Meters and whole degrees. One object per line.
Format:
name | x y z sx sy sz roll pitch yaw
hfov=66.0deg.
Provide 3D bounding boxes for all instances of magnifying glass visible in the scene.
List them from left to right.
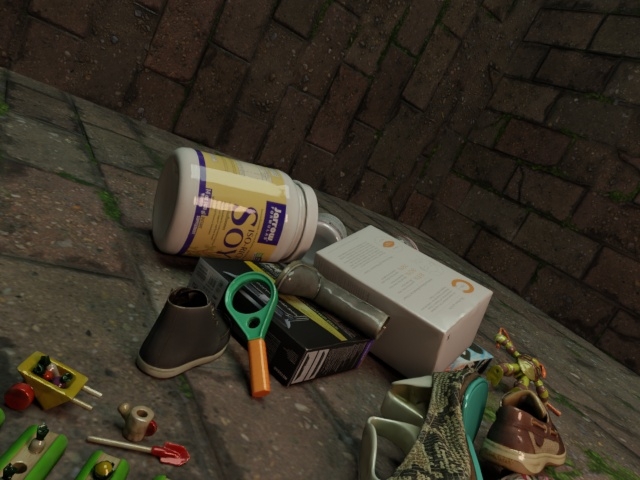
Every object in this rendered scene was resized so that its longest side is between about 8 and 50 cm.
magnifying glass | -0.110 0.147 0.820 0.092 0.026 0.231 -13 51 0

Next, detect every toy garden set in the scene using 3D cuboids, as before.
toy garden set | -0.240 0.204 0.495 0.244 0.049 0.204 25 13 -6

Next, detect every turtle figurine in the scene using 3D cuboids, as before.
turtle figurine | 0.538 0.358 1.295 0.217 0.087 0.269 -10 66 -48

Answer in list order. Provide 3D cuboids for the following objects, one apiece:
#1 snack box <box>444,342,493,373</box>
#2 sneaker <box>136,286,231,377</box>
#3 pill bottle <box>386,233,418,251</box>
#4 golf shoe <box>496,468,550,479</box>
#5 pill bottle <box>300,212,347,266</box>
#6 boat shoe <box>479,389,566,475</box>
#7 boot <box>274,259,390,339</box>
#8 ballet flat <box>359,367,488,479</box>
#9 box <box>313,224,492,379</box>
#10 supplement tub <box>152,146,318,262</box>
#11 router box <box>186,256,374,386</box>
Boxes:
snack box | 0.302 0.277 1.277 0.187 0.060 0.322 36 16 36
sneaker | -0.183 0.124 0.770 0.083 0.118 0.222 29 13 9
pill bottle | 0.213 0.064 1.684 0.176 0.176 0.318 33 14 24
golf shoe | 0.315 0.413 0.773 0.086 0.067 0.186 12 -2 24
pill bottle | 0.000 0.000 1.544 0.160 0.160 0.283 27 12 2
boat shoe | 0.393 0.347 0.931 0.123 0.123 0.342 7 -9 38
boot | 0.027 0.123 0.966 0.208 0.076 0.189 39 17 19
ballet flat | 0.160 0.297 0.750 0.182 0.164 0.483 9 9 18
box | 0.172 0.136 1.134 0.345 0.168 0.215 31 38 32
supplement tub | -0.198 -0.067 1.151 0.331 0.241 0.241 10 20 -31
router box | -0.077 0.146 0.982 0.309 0.081 0.243 35 15 32
